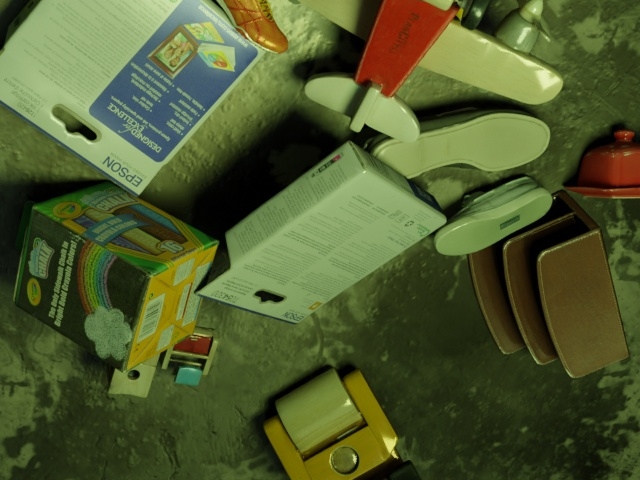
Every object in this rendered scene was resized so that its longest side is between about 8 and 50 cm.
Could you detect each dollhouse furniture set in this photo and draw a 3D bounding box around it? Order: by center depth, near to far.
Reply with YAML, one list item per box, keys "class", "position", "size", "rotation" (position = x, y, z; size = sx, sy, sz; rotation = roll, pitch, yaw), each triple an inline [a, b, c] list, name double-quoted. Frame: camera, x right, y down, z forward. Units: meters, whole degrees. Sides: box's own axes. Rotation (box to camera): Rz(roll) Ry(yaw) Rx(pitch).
- class: "dollhouse furniture set"
  position: [-0.253, 0.176, 1.800]
  size: [0.183, 0.129, 0.129]
  rotation: [11, 114, -21]

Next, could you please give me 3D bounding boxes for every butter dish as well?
- class: "butter dish"
  position: [0.526, -0.134, 1.881]
  size: [0.160, 0.160, 0.118]
  rotation: [-1, 95, -17]

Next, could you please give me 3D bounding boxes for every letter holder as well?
- class: "letter holder"
  position: [0.405, 0.101, 1.956]
  size: [0.214, 0.152, 0.302]
  rotation: [-23, 123, -2]

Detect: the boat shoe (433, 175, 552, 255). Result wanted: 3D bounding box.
- class: "boat shoe"
  position: [0.287, -0.047, 1.877]
  size: [0.227, 0.081, 0.079]
  rotation: [-23, 137, -12]

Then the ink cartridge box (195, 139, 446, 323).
- class: "ink cartridge box"
  position: [0.000, 0.000, 1.719]
  size: [0.330, 0.071, 0.324]
  rotation: [-34, 155, 16]

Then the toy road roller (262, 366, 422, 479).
- class: "toy road roller"
  position: [0.055, 0.407, 2.018]
  size: [0.202, 0.240, 0.330]
  rotation: [-30, 85, 1]

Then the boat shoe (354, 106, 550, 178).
- class: "boat shoe"
  position: [0.216, -0.171, 1.789]
  size: [0.335, 0.095, 0.112]
  rotation: [-9, 124, -18]

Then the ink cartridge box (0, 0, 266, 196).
- class: "ink cartridge box"
  position: [-0.289, -0.264, 1.582]
  size: [0.307, 0.072, 0.303]
  rotation: [-45, 123, 12]

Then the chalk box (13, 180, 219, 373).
- class: "chalk box"
  position: [-0.334, 0.034, 1.637]
  size: [0.179, 0.289, 0.180]
  rotation: [-27, 142, -57]

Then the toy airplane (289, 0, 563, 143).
- class: "toy airplane"
  position: [0.132, -0.335, 1.587]
  size: [0.384, 0.272, 0.386]
  rotation: [-5, 139, 31]

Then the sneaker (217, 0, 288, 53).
- class: "sneaker"
  position: [-0.103, -0.344, 1.563]
  size: [0.067, 0.064, 0.175]
  rotation: [-32, 107, 31]
